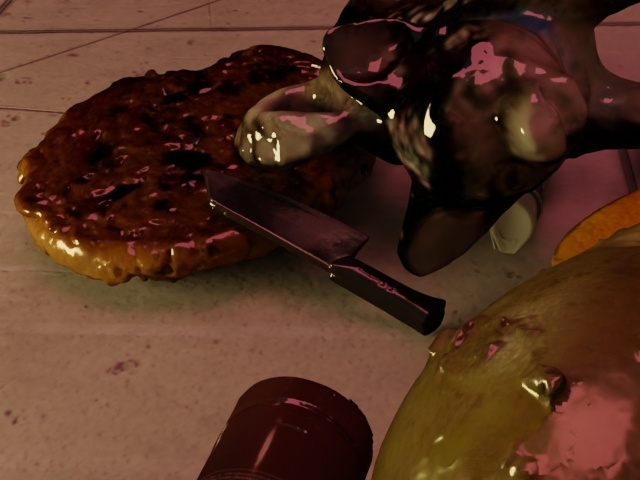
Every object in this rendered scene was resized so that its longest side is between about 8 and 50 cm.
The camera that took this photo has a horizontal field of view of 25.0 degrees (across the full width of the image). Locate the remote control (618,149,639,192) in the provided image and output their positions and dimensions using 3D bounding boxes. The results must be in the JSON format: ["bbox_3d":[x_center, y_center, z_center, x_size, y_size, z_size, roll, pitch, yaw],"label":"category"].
[{"bbox_3d":[0.310,-0.053,1.214,0.103,0.034,0.250,-3,31,4],"label":"remote control"}]

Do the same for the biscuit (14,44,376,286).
[{"bbox_3d":[-0.104,-0.063,1.266,0.289,0.081,0.334,24,46,37],"label":"biscuit"}]

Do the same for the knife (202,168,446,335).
[{"bbox_3d":[0.000,0.000,1.121,0.230,0.028,0.060,29,45,16],"label":"knife"}]

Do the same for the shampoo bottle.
[{"bbox_3d":[0.161,-0.064,1.221,0.074,0.074,0.192,-1,31,8],"label":"shampoo bottle"}]

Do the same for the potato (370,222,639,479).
[{"bbox_3d":[0.166,0.114,0.717,0.219,0.270,0.359,0,41,41],"label":"potato"}]

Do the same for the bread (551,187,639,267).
[{"bbox_3d":[0.281,0.035,0.970,0.269,0.143,0.195,-24,24,-20],"label":"bread"}]

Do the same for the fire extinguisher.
[{"bbox_3d":[-0.071,0.216,0.793,0.141,0.105,0.341,-34,16,34],"label":"fire extinguisher"}]

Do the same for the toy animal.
[{"bbox_3d":[0.096,-0.105,1.072,0.302,0.194,0.344,-28,20,-5],"label":"toy animal"}]
